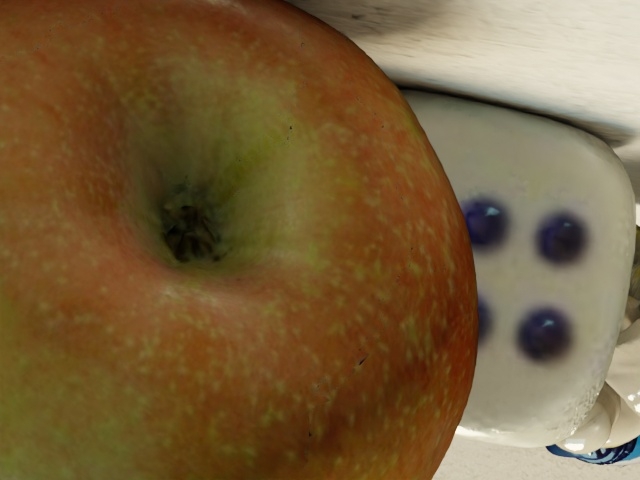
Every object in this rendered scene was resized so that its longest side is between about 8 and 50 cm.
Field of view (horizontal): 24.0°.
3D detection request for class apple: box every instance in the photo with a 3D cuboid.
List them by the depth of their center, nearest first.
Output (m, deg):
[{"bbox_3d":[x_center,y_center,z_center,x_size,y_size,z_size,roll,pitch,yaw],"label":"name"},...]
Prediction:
[{"bbox_3d":[-0.079,0.029,0.674,0.319,0.319,0.277,12,168,-13],"label":"apple"}]

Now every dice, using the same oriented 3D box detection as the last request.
[{"bbox_3d":[0.072,0.018,0.928,0.193,0.194,0.192,14,176,-10],"label":"dice"}]

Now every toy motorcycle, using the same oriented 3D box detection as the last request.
[{"bbox_3d":[0.227,0.059,1.025,0.108,0.223,0.340,48,172,-5],"label":"toy motorcycle"}]

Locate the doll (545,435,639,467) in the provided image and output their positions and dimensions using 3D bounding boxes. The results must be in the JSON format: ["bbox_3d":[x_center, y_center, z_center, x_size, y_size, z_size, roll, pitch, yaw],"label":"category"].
[{"bbox_3d":[0.347,0.129,1.617,0.310,0.284,0.240,-3,125,38],"label":"doll"}]
